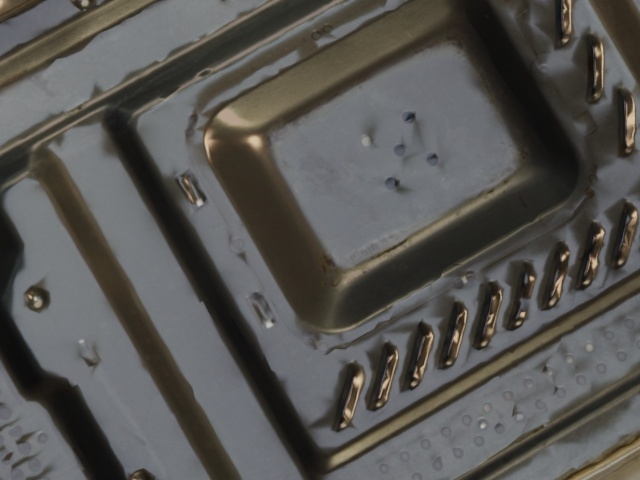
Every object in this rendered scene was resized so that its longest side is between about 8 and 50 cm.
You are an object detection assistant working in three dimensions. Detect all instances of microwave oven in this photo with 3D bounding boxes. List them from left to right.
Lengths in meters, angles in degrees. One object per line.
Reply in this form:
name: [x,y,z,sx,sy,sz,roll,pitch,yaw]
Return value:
microwave oven: [0.000,0.000,0.465,0.240,0.145,0.194,-30,92,-7]
